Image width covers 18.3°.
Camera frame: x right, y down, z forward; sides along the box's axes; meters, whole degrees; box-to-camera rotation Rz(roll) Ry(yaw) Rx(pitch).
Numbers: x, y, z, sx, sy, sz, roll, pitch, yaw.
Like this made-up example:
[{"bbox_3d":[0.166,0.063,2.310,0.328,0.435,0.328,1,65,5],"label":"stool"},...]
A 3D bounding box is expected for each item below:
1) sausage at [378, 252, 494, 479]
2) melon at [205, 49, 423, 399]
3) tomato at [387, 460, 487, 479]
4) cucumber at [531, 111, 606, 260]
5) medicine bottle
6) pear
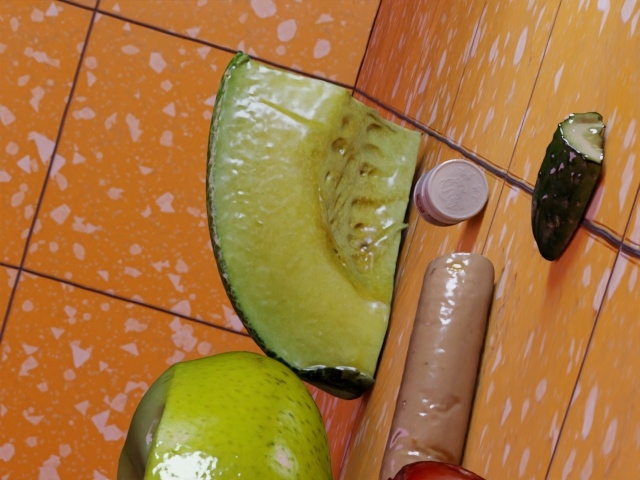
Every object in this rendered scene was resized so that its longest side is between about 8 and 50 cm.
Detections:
[{"bbox_3d":[0.082,0.146,1.525,0.066,0.066,0.301,114,170,-60],"label":"sausage"},{"bbox_3d":[0.000,0.000,2.245,0.331,0.226,0.343,40,-121,-51],"label":"melon"},{"bbox_3d":[0.077,0.229,1.079,0.228,0.101,0.228,-172,90,-88],"label":"tomato"},{"bbox_3d":[0.163,-0.034,1.359,0.067,0.035,0.107,-81,7,-51],"label":"cucumber"},{"bbox_3d":[0.117,-0.042,1.794,0.089,0.057,0.057,147,139,-83],"label":"medicine bottle"},{"bbox_3d":[-0.097,0.266,2.081,0.342,0.238,0.318,110,172,-55],"label":"pear"}]
